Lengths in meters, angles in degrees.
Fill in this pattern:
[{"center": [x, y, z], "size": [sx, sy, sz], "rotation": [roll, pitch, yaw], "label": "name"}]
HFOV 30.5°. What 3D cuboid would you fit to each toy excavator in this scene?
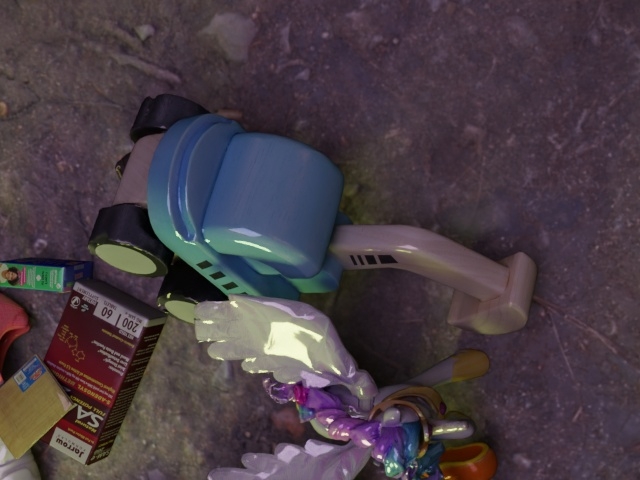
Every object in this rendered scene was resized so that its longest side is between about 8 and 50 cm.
[{"center": [0.000, 0.000, 1.500], "size": [0.445, 0.433, 0.222], "rotation": [-2, 59, 36], "label": "toy excavator"}]

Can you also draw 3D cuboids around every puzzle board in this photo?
[{"center": [-0.424, 0.240, 1.701], "size": [0.128, 0.011, 0.096], "rotation": [-43, 75, 14], "label": "puzzle board"}]

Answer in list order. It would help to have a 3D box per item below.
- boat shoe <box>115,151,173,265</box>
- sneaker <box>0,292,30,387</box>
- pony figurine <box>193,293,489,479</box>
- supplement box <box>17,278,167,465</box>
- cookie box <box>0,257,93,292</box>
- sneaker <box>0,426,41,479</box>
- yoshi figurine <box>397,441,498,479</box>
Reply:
[{"center": [-0.226, -0.027, 1.681], "size": [0.069, 0.081, 0.227], "rotation": [-27, 77, 18], "label": "boat shoe"}, {"center": [-0.537, 0.202, 1.710], "size": [0.136, 0.116, 0.313], "rotation": [27, 69, 3], "label": "sneaker"}, {"center": [0.032, 0.208, 1.461], "size": [0.351, 0.363, 0.302], "rotation": [-2, 91, 16], "label": "pony figurine"}, {"center": [-0.334, 0.190, 1.716], "size": [0.130, 0.073, 0.239], "rotation": [25, 99, 14], "label": "supplement box"}, {"center": [-0.402, 0.050, 1.723], "size": [0.107, 0.092, 0.040], "rotation": [3, 94, 16], "label": "cookie box"}, {"center": [-0.565, 0.350, 1.775], "size": [0.293, 0.108, 0.169], "rotation": [-15, 85, 6], "label": "sneaker"}, {"center": [0.225, 0.455, 1.499], "size": [0.204, 0.203, 0.362], "rotation": [-18, 99, 0], "label": "yoshi figurine"}]
